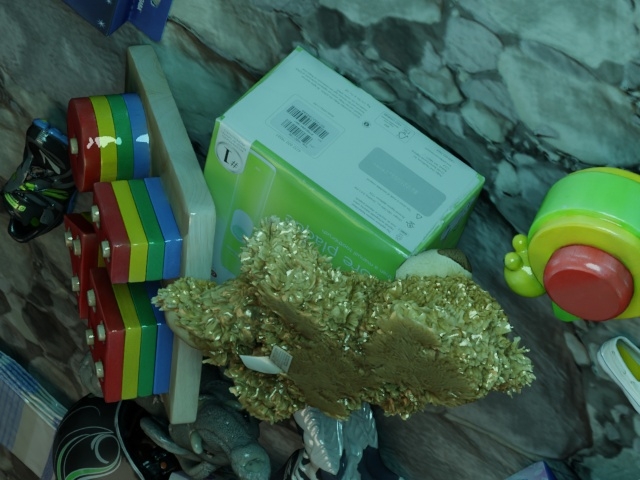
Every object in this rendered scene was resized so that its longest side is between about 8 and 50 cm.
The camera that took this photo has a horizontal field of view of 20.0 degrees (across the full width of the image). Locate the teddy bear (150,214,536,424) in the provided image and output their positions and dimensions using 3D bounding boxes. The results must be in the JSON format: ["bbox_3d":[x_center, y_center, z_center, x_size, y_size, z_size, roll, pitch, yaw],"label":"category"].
[{"bbox_3d":[0.016,0.067,1.477,0.245,0.113,0.338,39,148,-16],"label":"teddy bear"}]

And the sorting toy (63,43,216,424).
[{"bbox_3d":[-0.178,-0.004,1.675,0.255,0.089,0.257,-114,24,-46],"label":"sorting toy"}]

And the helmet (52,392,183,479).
[{"bbox_3d":[-0.230,0.253,2.103,0.161,0.169,0.169,-32,101,40],"label":"helmet"}]

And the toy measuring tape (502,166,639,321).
[{"bbox_3d":[0.261,-0.010,1.346,0.330,0.121,0.121,-14,116,43],"label":"toy measuring tape"}]

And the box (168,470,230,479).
[{"bbox_3d":[-0.028,0.334,1.986,0.324,0.067,0.063,19,97,30],"label":"box"}]

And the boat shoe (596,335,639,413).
[{"bbox_3d":[0.277,0.120,1.532,0.100,0.035,0.035,49,150,5],"label":"boat shoe"}]

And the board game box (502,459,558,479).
[{"bbox_3d":[0.271,0.398,1.630,0.066,0.318,0.318,-31,108,10],"label":"board game box"}]

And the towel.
[{"bbox_3d":[-0.425,0.191,2.362,0.285,0.034,0.209,41,149,9],"label":"towel"}]

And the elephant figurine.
[{"bbox_3d":[-0.127,0.174,1.897,0.239,0.186,0.169,47,125,12],"label":"elephant figurine"}]

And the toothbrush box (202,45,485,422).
[{"bbox_3d":[0.000,0.000,1.619,0.206,0.122,0.283,37,147,12],"label":"toothbrush box"}]

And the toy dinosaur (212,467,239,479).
[{"bbox_3d":[-0.124,0.368,2.164,0.322,0.164,0.218,8,109,60],"label":"toy dinosaur"}]

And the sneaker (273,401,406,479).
[{"bbox_3d":[-0.008,0.227,1.896,0.153,0.094,0.235,-5,134,39],"label":"sneaker"}]

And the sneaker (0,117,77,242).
[{"bbox_3d":[-0.294,-0.057,1.909,0.067,0.078,0.188,37,145,10],"label":"sneaker"}]

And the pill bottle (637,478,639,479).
[{"bbox_3d":[0.356,0.339,1.579,0.152,0.152,0.272,-12,118,52],"label":"pill bottle"}]

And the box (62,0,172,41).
[{"bbox_3d":[-0.227,-0.276,1.641,0.225,0.036,0.136,38,146,8],"label":"box"}]
